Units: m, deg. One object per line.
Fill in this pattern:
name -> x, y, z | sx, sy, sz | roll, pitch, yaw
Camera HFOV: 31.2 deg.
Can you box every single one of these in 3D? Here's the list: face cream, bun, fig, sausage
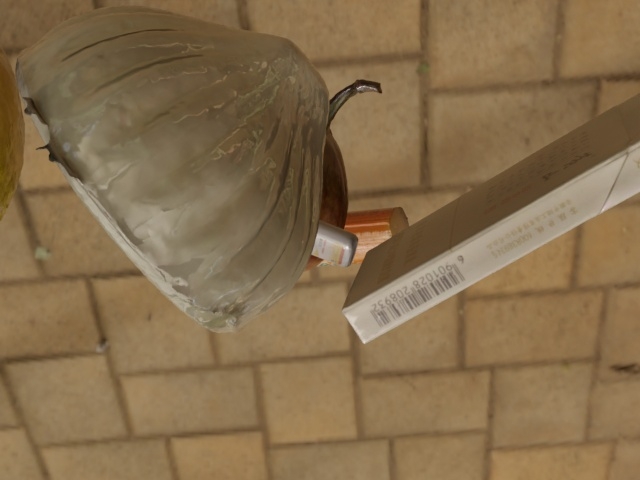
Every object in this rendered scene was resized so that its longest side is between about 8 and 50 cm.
face cream -> -0.008, -0.004, 1.020 | 0.083, 0.021, 0.040 | 21, 140, 9
bun -> -0.077, -0.077, 0.829 | 0.175, 0.263, 0.263 | -36, 127, 3
fig -> -0.043, -0.063, 1.115 | 0.149, 0.148, 0.202 | -11, 114, -32
sausage -> 0.000, 0.000, 1.517 | 0.234, 0.071, 0.071 | -5, 135, 26

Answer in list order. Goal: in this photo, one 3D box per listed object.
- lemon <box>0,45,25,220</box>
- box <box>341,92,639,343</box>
lemon -> -0.479, -0.122, 1.245 | 0.364, 0.364, 0.364 | -2, 132, -2
box -> 0.197, -0.028, 1.217 | 0.365, 0.204, 0.051 | -31, 99, 18
